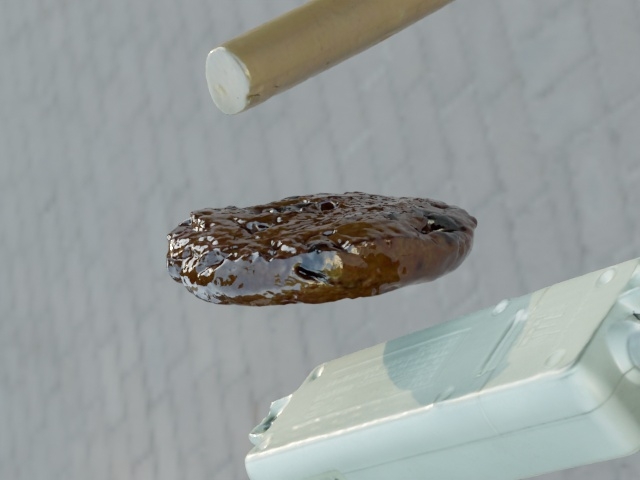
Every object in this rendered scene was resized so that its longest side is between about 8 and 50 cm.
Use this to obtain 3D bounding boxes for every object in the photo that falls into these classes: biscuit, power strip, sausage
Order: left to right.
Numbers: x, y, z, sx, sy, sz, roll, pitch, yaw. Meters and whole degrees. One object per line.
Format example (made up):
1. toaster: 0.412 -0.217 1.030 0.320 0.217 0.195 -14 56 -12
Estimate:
1. biscuit: 0.000 0.000 1.098 0.192 0.192 0.049 20 119 59
2. sausage: 0.028 -0.189 1.533 0.066 0.301 0.065 33 138 36
3. power strip: 0.079 0.084 0.968 0.338 0.058 0.098 -23 22 50
